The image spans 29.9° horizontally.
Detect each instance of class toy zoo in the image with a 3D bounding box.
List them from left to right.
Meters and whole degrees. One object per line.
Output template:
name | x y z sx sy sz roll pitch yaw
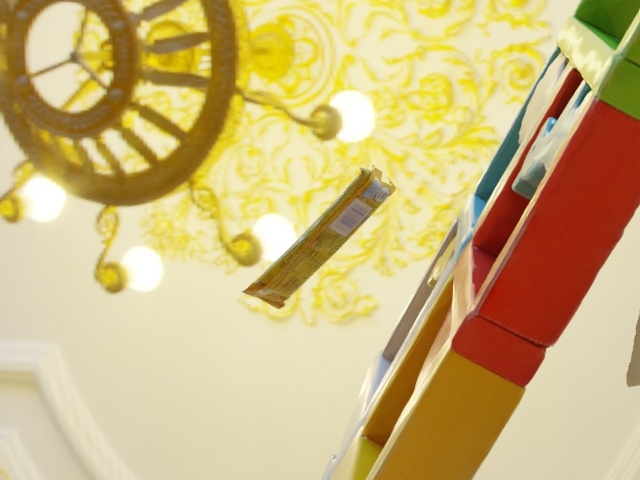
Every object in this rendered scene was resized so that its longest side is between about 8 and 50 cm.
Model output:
toy zoo | 0.069 0.007 0.459 0.030 0.192 0.293 28 -75 0

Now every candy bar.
candy bar | 0.000 0.000 0.983 0.161 0.040 0.018 -46 -148 22

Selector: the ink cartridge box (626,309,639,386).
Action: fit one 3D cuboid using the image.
ink cartridge box | 0.281 -0.020 0.670 0.232 0.066 0.189 -5 -59 -8
